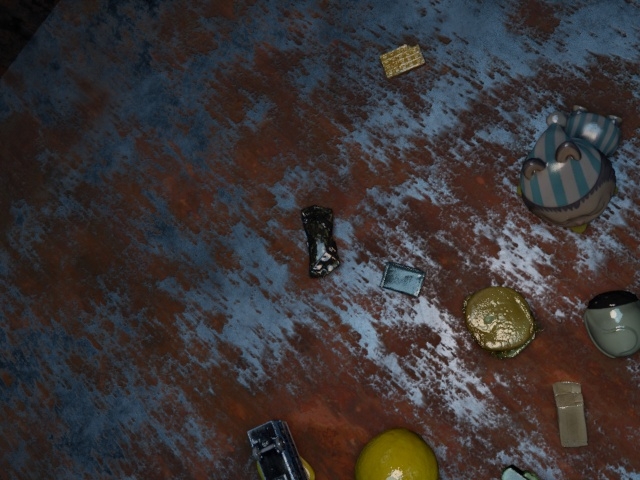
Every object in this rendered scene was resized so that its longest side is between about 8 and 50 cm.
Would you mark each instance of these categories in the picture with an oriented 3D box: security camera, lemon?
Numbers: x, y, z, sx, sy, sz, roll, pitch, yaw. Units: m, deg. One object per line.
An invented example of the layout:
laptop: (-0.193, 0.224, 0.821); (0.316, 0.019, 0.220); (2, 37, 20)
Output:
security camera: (0.861, 0.212, 1.716); (0.277, 0.197, 0.191); (-15, 92, 23)
lemon: (0.228, 0.648, 1.808); (0.240, 0.240, 0.219); (31, 80, 18)

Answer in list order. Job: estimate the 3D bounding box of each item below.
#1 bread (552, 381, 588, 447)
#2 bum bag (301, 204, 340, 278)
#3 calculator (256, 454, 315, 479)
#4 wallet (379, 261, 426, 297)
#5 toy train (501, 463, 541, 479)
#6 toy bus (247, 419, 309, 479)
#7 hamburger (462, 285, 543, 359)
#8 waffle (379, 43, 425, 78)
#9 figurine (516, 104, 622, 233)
bread: (0.705, 0.491, 1.800); (0.077, 0.105, 0.152); (-5, 113, 15)
bum bag: (0.001, 0.000, 2.050); (0.102, 0.069, 0.248); (-5, 78, -9)
calculator: (-0.101, 0.739, 1.995); (0.235, 0.032, 0.146); (38, 94, 19)
wallet: (0.256, 0.120, 1.981); (0.129, 0.026, 0.088); (15, 83, 19)
toy train: (0.548, 0.805, 1.738); (0.253, 0.160, 0.397); (33, 92, 26)
toy bus: (-0.111, 0.695, 1.919); (0.106, 0.131, 0.297); (-28, 72, 13)
hamburger: (0.514, 0.228, 1.843); (0.189, 0.122, 0.215); (-38, 70, 2)
waffle: (0.268, -0.591, 2.079); (0.135, 0.021, 0.092); (-22, 77, 12)
figurine: (0.698, -0.224, 1.719); (0.266, 0.377, 0.361); (21, 90, 18)
